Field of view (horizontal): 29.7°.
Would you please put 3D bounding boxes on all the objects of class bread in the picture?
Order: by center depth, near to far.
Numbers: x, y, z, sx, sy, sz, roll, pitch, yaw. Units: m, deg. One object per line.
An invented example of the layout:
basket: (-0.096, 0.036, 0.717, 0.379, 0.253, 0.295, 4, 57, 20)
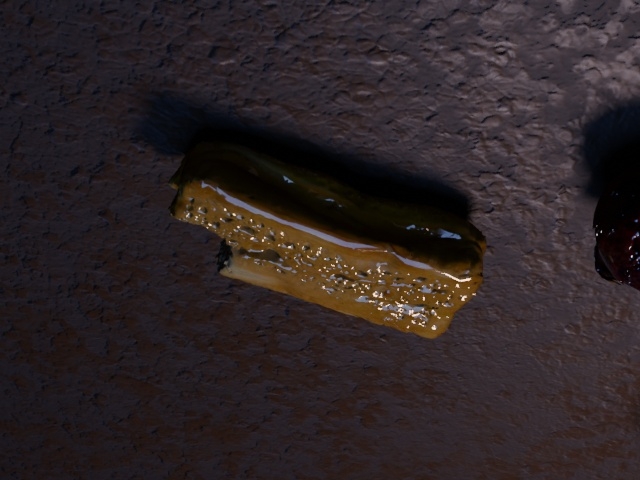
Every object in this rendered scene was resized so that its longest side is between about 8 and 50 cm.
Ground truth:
bread: (0.000, 0.000, 1.420, 0.380, 0.109, 0.185, 18, 144, -13)

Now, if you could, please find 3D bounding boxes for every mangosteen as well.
mangosteen: (0.381, -0.008, 1.335, 0.166, 0.166, 0.180, 4, 165, 2)
